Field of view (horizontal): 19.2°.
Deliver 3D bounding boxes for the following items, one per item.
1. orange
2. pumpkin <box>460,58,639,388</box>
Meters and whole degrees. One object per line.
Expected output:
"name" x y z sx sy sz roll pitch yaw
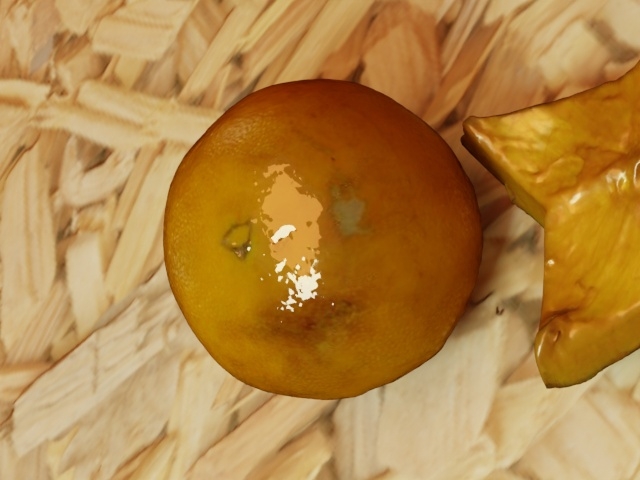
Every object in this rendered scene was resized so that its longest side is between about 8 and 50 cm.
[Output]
"orange" 0.000 0.000 1.512 0.261 0.261 0.261 -10 74 36
"pumpkin" 0.252 -0.061 1.418 0.290 0.095 0.258 -35 56 23
